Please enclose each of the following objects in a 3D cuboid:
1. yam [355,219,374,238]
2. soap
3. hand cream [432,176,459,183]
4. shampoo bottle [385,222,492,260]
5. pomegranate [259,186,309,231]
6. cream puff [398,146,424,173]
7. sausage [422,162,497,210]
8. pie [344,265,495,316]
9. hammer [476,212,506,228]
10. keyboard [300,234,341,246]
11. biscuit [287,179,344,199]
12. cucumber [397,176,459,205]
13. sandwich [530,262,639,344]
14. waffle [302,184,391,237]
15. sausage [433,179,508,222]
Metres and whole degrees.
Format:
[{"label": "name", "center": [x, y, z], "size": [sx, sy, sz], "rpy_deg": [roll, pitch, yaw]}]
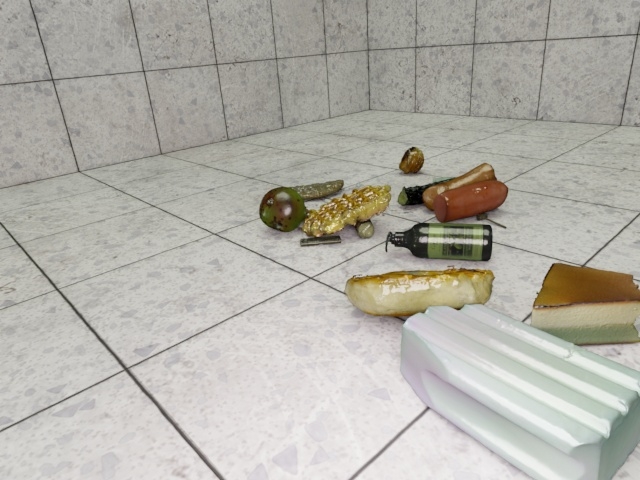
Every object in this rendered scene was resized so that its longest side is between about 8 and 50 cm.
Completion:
[{"label": "yam", "center": [0.126, -0.080, 1.542], "size": [0.061, 0.061, 0.274], "rpy_deg": [-7, 22, -6]}, {"label": "soap", "center": [0.296, 0.223, 0.730], "size": [0.208, 0.115, 0.347], "rpy_deg": [-19, 27, -34]}, {"label": "hand cream", "center": [0.553, -0.237, 1.840], "size": [0.205, 0.050, 0.078], "rpy_deg": [-7, 21, -18]}, {"label": "shampoo bottle", "center": [0.324, 0.001, 1.259], "size": [0.284, 0.101, 0.101], "rpy_deg": [3, 24, 16]}, {"label": "pomegranate", "center": [-0.115, -0.101, 1.540], "size": [0.159, 0.159, 0.205], "rpy_deg": [15, 3, 37]}, {"label": "cream puff", "center": [0.421, -0.361, 2.069], "size": [0.104, 0.119, 0.133], "rpy_deg": [34, 58, 20]}, {"label": "sausage", "center": [0.491, -0.182, 1.615], "size": [0.270, 0.109, 0.109], "rpy_deg": [-23, 25, -3]}, {"label": "pie", "center": [0.207, 0.104, 0.982], "size": [0.315, 0.092, 0.315], "rpy_deg": [-4, 0, 0]}, {"label": "hammer", "center": [0.557, -0.060, 1.472], "size": [0.035, 0.019, 0.110], "rpy_deg": [-15, 31, -24]}, {"label": "keyboard", "center": [0.000, 0.000, 1.426], "size": [0.129, 0.015, 0.049], "rpy_deg": [-5, 23, -1]}, {"label": "biscuit", "center": [-0.032, -0.200, 1.867], "size": [0.290, 0.038, 0.141], "rpy_deg": [-9, 24, -6]}, {"label": "cucumber", "center": [0.426, -0.184, 1.704], "size": [0.303, 0.081, 0.072], "rpy_deg": [-11, 53, -24]}, {"label": "sandwich", "center": [0.530, 0.138, 0.894], "size": [0.186, 0.108, 0.220], "rpy_deg": [12, 26, 34]}, {"label": "waffle", "center": [0.083, -0.094, 1.463], "size": [0.309, 0.065, 0.283], "rpy_deg": [-11, 24, 38]}, {"label": "sausage", "center": [0.508, -0.135, 1.520], "size": [0.259, 0.113, 0.113], "rpy_deg": [-15, 25, -16]}]
